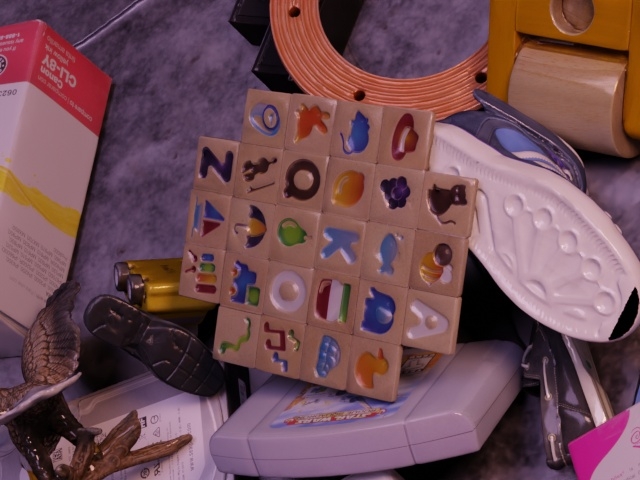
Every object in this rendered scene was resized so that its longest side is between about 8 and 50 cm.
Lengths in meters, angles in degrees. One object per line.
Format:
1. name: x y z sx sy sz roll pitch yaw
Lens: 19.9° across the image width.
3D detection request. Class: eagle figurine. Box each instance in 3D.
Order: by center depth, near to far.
1. eagle figurine: -0.327 0.174 1.989 0.298 0.226 0.225 46 113 35

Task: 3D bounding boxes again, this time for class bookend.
1. bookend: -0.051 -0.249 2.205 0.157 0.072 0.156 10 70 36

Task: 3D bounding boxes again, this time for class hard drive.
1. hard drive: -0.229 0.277 2.029 0.339 0.064 0.237 -21 55 21

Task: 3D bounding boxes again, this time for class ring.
1. ring: 0.107 -0.277 2.100 0.336 0.032 0.337 -4 67 10

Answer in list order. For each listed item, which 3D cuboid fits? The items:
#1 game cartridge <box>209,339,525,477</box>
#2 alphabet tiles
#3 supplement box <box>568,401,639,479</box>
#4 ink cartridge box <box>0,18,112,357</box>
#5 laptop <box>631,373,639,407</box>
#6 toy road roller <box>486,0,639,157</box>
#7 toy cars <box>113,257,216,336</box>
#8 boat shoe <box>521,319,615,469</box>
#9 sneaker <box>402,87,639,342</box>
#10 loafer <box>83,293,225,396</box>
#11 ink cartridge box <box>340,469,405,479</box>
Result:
1. game cartridge: 0.044 0.173 1.852 0.297 0.198 0.062 -9 103 27
2. alphabet tiles: 0.000 0.000 1.828 0.342 0.011 0.285 11 95 35
3. supplement box: 0.322 0.265 1.650 0.111 0.114 0.220 -35 52 31
4. ink cartridge box: -0.447 -0.057 2.284 0.279 0.160 0.385 -6 62 29
5. laptop: 0.464 -0.013 1.662 0.382 0.408 0.236 5 34 33
6. toy road roller: 0.324 -0.268 1.938 0.202 0.240 0.330 15 110 36
7. toy cars: -0.085 0.076 2.008 0.393 0.176 0.087 4 100 33
8. boat shoe: 0.230 0.119 1.817 0.079 0.084 0.233 -25 52 16
9. sneaker: 0.241 -0.027 1.813 0.323 0.236 0.130 37 117 29
10. loafer: -0.177 0.110 1.975 0.062 0.170 0.061 -55 8 -2
11. ink cartridge box: 0.044 0.375 1.743 0.197 0.114 0.273 -35 40 11
